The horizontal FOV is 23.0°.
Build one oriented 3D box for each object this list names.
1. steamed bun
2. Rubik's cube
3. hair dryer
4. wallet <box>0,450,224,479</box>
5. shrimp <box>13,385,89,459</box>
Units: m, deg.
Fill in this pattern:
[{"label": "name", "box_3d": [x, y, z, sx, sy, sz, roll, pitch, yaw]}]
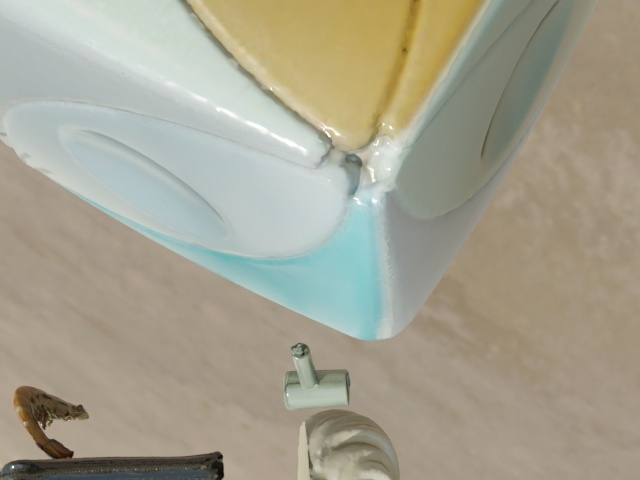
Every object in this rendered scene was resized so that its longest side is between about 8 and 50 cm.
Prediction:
[{"label": "steamed bun", "box_3d": [0.032, 0.266, 1.625, 0.106, 0.183, 0.183, -1, 163, -7]}, {"label": "Rubik's cube", "box_3d": [-0.021, -0.176, 1.019, 0.352, 0.347, 0.351, 28, 164, 11]}, {"label": "hair dryer", "box_3d": [-0.008, 0.121, 1.476, 0.063, 0.038, 0.124, -4, 150, 5]}, {"label": "wallet", "box_3d": [-0.225, 0.245, 1.545, 0.250, 0.044, 0.149, 3, 154, -34]}, {"label": "shrimp", "box_3d": [-0.271, 0.190, 1.624, 0.091, 0.025, 0.127, 57, -163, 21]}]
